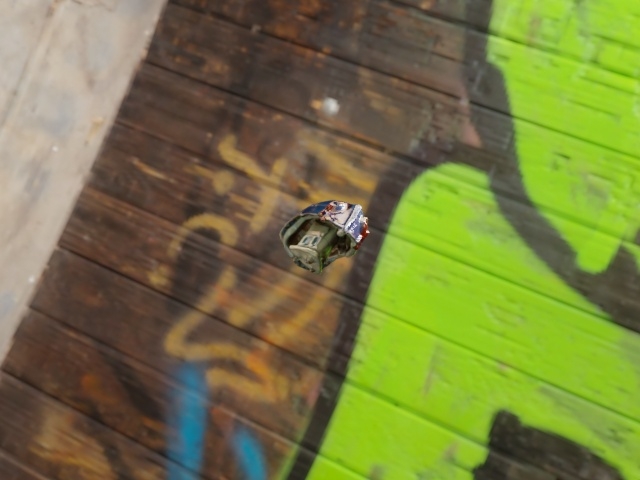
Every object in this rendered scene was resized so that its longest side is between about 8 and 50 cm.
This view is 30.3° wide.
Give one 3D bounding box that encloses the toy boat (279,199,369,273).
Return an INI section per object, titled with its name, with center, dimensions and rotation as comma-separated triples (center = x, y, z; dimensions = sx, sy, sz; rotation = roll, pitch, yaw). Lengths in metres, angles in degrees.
[toy boat]
center = 0.000, 0.000, 0.618
dimensions = 0.038, 0.038, 0.083
rotation = -58, -169, -21
